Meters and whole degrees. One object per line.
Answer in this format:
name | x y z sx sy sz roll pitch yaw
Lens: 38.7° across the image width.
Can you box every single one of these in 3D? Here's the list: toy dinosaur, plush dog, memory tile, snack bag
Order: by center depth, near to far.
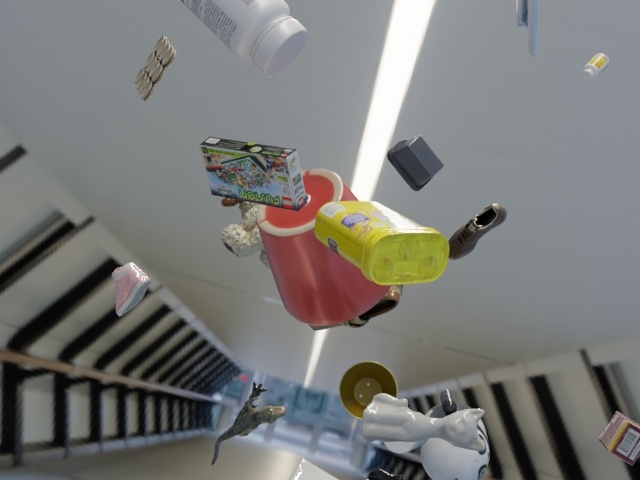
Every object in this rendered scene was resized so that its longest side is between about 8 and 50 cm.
memory tile | -0.312 -0.325 1.714 0.012 0.113 0.148 29 12 -28
toy dinosaur | -0.155 0.374 1.916 0.064 0.118 0.268 36 -47 -12
snack bag | 0.439 -0.601 1.954 0.037 0.343 0.323 -2 -48 10
plush dog | -0.169 -0.067 2.700 0.262 0.210 0.225 21 34 -49

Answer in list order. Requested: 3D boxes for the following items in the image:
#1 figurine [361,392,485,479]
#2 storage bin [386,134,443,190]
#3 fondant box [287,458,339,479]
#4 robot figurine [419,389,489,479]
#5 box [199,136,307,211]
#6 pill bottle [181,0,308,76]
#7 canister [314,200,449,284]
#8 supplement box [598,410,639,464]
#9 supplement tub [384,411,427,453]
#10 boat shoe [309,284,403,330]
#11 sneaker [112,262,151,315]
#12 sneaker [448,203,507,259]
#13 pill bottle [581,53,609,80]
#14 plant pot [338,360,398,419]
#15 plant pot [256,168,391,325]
figurine | 0.177 0.378 1.553 0.209 0.215 0.092 3 -6 18
storage bin | 0.260 -0.212 2.392 0.135 0.098 0.091 51 -28 -6
fondant box | -0.001 0.600 1.742 0.238 0.096 0.330 29 -51 8
robot figurine | 0.333 0.503 2.263 0.209 0.173 0.278 42 9 0
box | -0.127 -0.126 1.704 0.207 0.036 0.114 11 -52 32
pill bottle | -0.171 -0.508 2.028 0.283 0.160 0.160 46 -6 10
canister | 0.080 -0.001 1.268 0.126 0.073 0.170 -2 19 -27
supplement box | 0.454 0.294 1.360 0.043 0.055 0.083 30 4 6
supplement tub | 0.169 0.374 1.777 0.071 0.071 0.107 11 2 25
boat shoe | 0.098 0.194 2.692 0.324 0.120 0.122 -28 -54 25
sneaker | -0.391 0.093 1.831 0.070 0.051 0.134 47 -47 8
sneaker | 0.372 -0.028 2.242 0.066 0.188 0.071 54 16 26
pill bottle | 0.708 -0.445 2.353 0.043 0.083 0.043 32 -33 25
plant pot | 0.110 0.348 2.104 0.134 0.134 0.095 15 -10 5
plant pot | 0.000 0.000 1.916 0.274 0.275 0.243 8 -39 36
